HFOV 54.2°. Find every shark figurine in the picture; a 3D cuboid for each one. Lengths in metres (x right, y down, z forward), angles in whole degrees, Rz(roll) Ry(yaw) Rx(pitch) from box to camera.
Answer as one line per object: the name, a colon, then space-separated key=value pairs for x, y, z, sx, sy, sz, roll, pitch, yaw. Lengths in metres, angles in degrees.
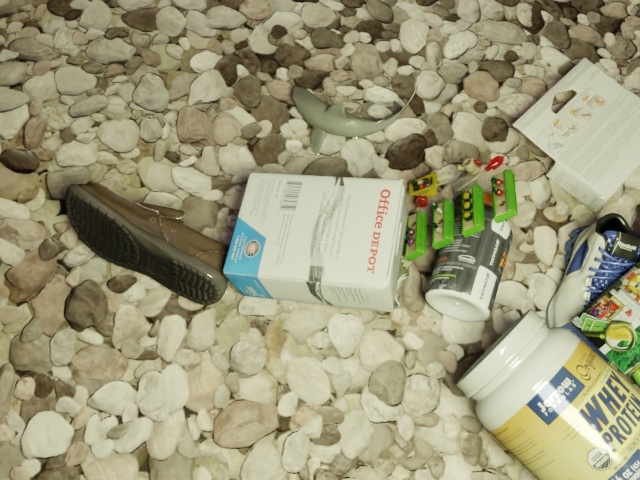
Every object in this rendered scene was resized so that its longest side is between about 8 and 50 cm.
shark figurine: x=0.072 y=-0.279 z=1.379 sx=0.279 sy=0.116 sz=0.166 roll=4 pitch=67 yaw=0

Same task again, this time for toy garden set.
toy garden set: x=0.263 y=-0.090 z=1.244 sx=0.049 sy=0.244 sz=0.203 roll=39 pitch=42 yaw=-30

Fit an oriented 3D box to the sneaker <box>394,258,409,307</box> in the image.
sneaker: x=0.139 y=0.052 z=1.262 sx=0.086 sy=0.064 sz=0.192 roll=20 pitch=63 yaw=-7

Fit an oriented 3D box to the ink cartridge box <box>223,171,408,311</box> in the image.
ink cartridge box: x=0.000 y=0.000 z=1.195 sx=0.308 sy=0.129 sz=0.223 roll=5 pitch=63 yaw=16

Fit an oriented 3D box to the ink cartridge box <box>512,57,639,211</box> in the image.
ink cartridge box: x=0.614 y=-0.247 z=1.425 sx=0.296 sy=0.066 sz=0.261 roll=-41 pitch=74 yaw=-20

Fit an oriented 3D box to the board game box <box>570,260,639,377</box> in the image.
board game box: x=0.585 y=0.105 z=1.093 sx=0.260 sy=0.030 sz=0.136 roll=-45 pitch=50 yaw=9

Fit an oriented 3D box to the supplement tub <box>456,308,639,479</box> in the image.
supplement tub: x=0.415 y=0.295 z=1.074 sx=0.228 sy=0.228 sz=0.316 roll=-41 pitch=74 yaw=-19

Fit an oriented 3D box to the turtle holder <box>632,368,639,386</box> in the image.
turtle holder: x=0.682 y=0.199 z=1.134 sx=0.320 sy=0.227 sz=0.243 roll=-37 pitch=73 yaw=-20

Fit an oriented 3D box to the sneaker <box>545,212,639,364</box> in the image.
sneaker: x=0.539 y=0.072 z=1.210 sx=0.128 sy=0.182 sz=0.315 roll=16 pitch=65 yaw=5

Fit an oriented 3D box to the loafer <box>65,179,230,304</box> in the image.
loafer: x=-0.330 y=-0.007 z=1.232 sx=0.366 sy=0.133 sz=0.130 roll=32 pitch=44 yaw=0

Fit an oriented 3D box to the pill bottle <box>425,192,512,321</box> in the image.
pill bottle: x=0.304 y=0.027 z=1.242 sx=0.131 sy=0.130 sz=0.245 roll=21 pitch=66 yaw=6
